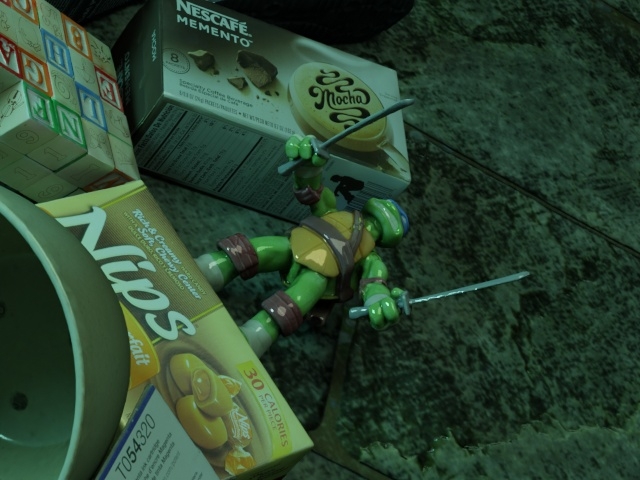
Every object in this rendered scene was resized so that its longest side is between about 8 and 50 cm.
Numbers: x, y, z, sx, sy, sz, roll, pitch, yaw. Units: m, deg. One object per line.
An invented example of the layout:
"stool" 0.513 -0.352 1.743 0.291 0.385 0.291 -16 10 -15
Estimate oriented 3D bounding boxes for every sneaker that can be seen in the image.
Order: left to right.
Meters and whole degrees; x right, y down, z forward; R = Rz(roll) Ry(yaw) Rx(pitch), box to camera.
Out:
"sneaker" -0.030 -0.305 2.288 0.319 0.112 0.131 -2 58 -41

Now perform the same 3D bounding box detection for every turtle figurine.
"turtle figurine" 0.000 0.000 1.927 0.266 0.275 0.198 -29 106 -27

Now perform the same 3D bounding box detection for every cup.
"cup" -0.281 0.098 1.584 0.331 0.331 0.237 50 18 12

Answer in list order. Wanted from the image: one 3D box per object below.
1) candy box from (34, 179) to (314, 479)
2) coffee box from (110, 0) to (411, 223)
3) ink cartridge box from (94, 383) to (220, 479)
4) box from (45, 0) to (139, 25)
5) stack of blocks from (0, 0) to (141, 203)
"candy box" -0.168 0.103 1.808 0.183 0.087 0.316 -16 64 -45
"coffee box" -0.065 -0.132 2.089 0.297 0.119 0.168 19 45 -25
"ink cartridge box" -0.126 0.337 1.534 0.330 0.071 0.324 57 34 -22
"box" -0.344 -0.385 2.060 0.343 0.179 0.312 46 41 8
"stack of blocks" -0.301 -0.155 1.844 0.297 0.087 0.171 34 34 -52
